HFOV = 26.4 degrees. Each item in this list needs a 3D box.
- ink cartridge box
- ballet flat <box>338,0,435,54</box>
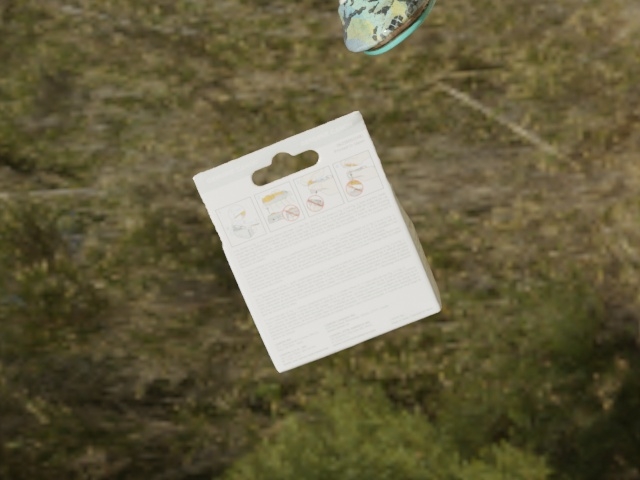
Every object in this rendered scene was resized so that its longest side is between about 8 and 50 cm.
[{"bbox_3d":[0.000,0.000,1.412,0.066,0.189,0.232,-83,-29,-76],"label":"ink cartridge box"},{"bbox_3d":[0.034,-0.159,0.826,0.188,0.070,0.070,-74,-22,-73],"label":"ballet flat"}]
